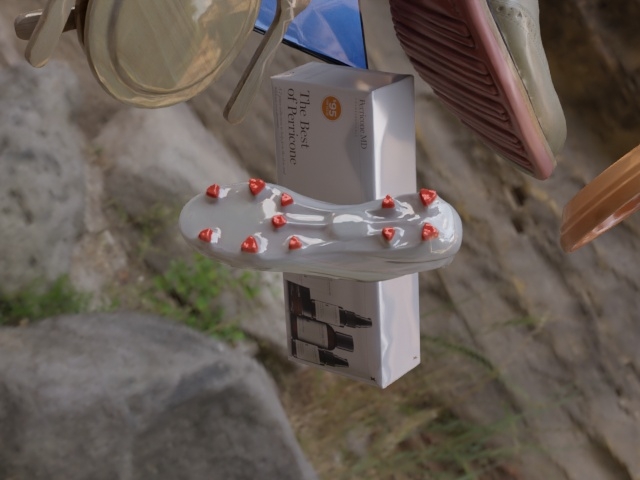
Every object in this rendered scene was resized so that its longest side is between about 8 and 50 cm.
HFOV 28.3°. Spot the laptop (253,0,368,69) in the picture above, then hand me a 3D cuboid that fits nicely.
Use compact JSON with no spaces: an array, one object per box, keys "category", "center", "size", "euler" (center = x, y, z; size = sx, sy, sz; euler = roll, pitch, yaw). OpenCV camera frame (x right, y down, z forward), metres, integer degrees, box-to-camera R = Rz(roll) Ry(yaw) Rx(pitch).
[{"category":"laptop","center":[-0.070,-0.405,0.983],"size":[0.382,0.408,0.236],"euler":[19,14,-32]}]

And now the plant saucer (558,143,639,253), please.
[{"category":"plant saucer","center":[0.291,-0.060,1.136],"size":[0.037,0.200,0.200],"euler":[54,17,10]}]

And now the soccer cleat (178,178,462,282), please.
[{"category":"soccer cleat","center":[0.000,0.000,0.880],"size":[0.076,0.196,0.068],"euler":[74,19,-61]}]

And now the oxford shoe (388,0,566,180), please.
[{"category":"oxford shoe","center":[0.127,-0.203,0.926],"size":[0.140,0.146,0.397],"euler":[38,-15,43]}]

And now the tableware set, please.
[{"category":"tableware set","center":[-0.040,-0.144,0.499],"size":[0.039,0.194,0.128],"euler":[39,16,34]}]

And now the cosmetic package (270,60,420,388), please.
[{"category":"cosmetic package","center":[0.021,-0.012,0.985],"size":[0.060,0.099,0.239],"euler":[-29,122,-48]}]
